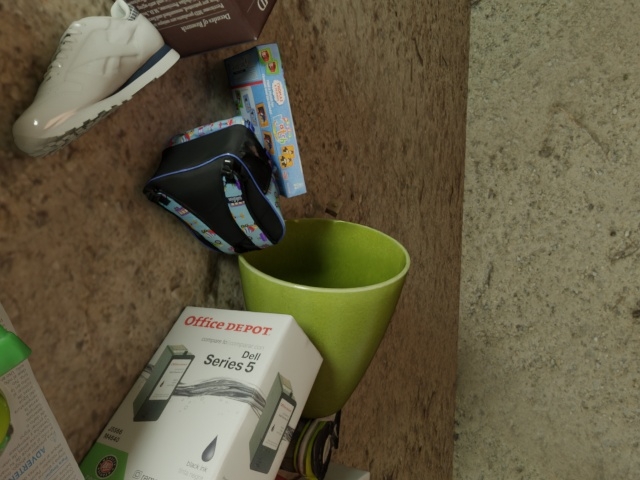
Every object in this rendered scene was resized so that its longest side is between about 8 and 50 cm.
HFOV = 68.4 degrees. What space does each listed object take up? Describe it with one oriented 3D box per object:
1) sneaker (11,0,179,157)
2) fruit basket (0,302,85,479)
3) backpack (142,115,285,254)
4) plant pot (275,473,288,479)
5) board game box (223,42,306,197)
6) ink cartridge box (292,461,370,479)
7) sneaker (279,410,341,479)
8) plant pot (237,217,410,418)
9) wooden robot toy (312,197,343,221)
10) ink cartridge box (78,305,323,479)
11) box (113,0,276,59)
[{"bbox_3d":[-0.260,-0.182,0.522,0.094,0.090,0.235,53,42,-28],"label":"sneaker"},{"bbox_3d":[-0.317,0.199,0.310,0.327,0.166,0.352,-55,139,-66],"label":"fruit basket"},{"bbox_3d":[-0.127,-0.064,0.660,0.173,0.158,0.116,56,29,-41],"label":"backpack"},{"bbox_3d":[-0.098,0.441,0.638,0.275,0.243,0.274,-1,92,-59],"label":"plant pot"},{"bbox_3d":[-0.088,-0.181,0.729,0.039,0.160,0.211,-18,110,-23],"label":"board game box"},{"bbox_3d":[0.004,0.617,0.941,0.197,0.114,0.272,14,78,-60],"label":"ink cartridge box"},{"bbox_3d":[-0.029,0.350,0.892,0.300,0.122,0.110,34,61,-77],"label":"sneaker"},{"bbox_3d":[-0.006,0.146,0.806,0.275,0.275,0.293,-32,132,-55],"label":"plant pot"},{"bbox_3d":[0.000,0.000,0.992,0.079,0.076,0.173,112,-11,-74],"label":"wooden robot toy"},{"bbox_3d":[-0.144,0.226,0.597,0.114,0.199,0.272,61,41,-38],"label":"ink cartridge box"},{"bbox_3d":[-0.166,-0.364,0.575,0.203,0.167,0.168,50,49,-48],"label":"box"}]
